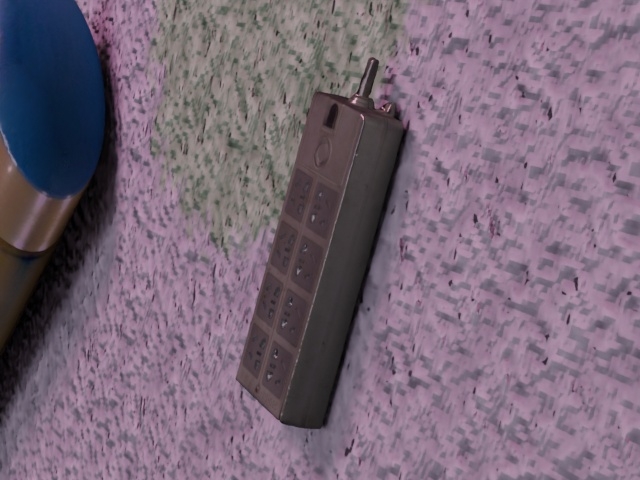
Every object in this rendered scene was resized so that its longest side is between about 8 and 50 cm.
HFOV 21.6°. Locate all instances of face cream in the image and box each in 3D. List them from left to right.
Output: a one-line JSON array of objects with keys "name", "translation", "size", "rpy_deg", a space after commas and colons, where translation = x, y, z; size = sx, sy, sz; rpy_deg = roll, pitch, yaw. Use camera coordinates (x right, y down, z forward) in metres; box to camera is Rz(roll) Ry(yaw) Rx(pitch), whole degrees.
[{"name": "face cream", "translation": [-0.191, 0.000, 0.922], "size": [0.285, 0.067, 0.139], "rpy_deg": [-56, 38, 38]}]

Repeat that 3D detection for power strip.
[{"name": "power strip", "translation": [0.000, 0.000, 0.602], "size": [0.051, 0.019, 0.136], "rpy_deg": [38, 115, 62]}]
